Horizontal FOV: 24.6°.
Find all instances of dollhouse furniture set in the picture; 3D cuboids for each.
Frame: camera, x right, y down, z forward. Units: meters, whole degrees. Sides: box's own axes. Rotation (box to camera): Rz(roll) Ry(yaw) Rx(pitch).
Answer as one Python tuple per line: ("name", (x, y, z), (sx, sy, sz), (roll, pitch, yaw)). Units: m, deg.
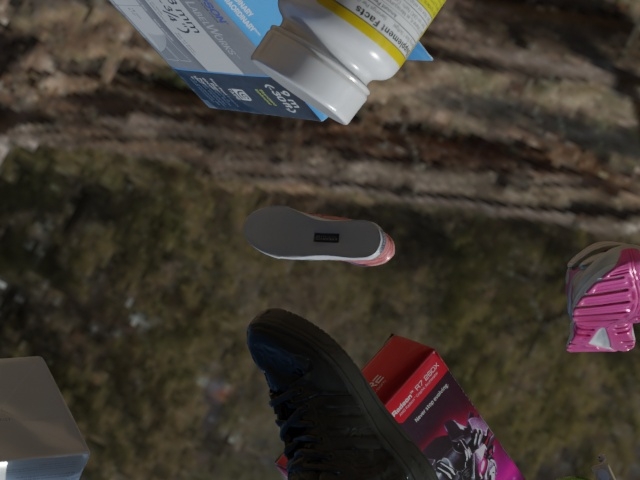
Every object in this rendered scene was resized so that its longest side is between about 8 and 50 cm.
("dollhouse furniture set", (0.310, 0.305, 1.734), (0.114, 0.091, 0.081), (-29, 87, 50))

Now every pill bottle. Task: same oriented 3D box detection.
("pill bottle", (0.040, -0.209, 1.217), (0.119, 0.208, 0.119), (35, -179, 0))

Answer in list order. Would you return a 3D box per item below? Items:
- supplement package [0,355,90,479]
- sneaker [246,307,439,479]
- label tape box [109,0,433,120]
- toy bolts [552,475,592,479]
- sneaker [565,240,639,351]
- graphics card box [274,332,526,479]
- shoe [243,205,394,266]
("supplement package", (-0.375, 0.244, 1.500), (0.194, 0.203, 0.149), (1, -141, -36))
("sneaker", (0.004, 0.123, 0.781), (0.170, 0.089, 0.051), (49, 143, -6))
("label tape box", (-0.074, -0.251, 1.654), (0.334, 0.106, 0.240), (12, 153, 49))
("toy bolts", (0.165, 0.349, 1.367), (0.218, 0.228, 0.158), (1, -166, 31))
("sneaker", (0.332, 0.048, 1.712), (0.103, 0.111, 0.252), (0, 159, -2))
("graphics card box", (0.133, 0.329, 1.849), (0.094, 0.233, 0.371), (14, 144, 54))
("shoe", (0.000, 0.000, 1.779), (0.178, 0.063, 0.081), (6, 172, 18))
